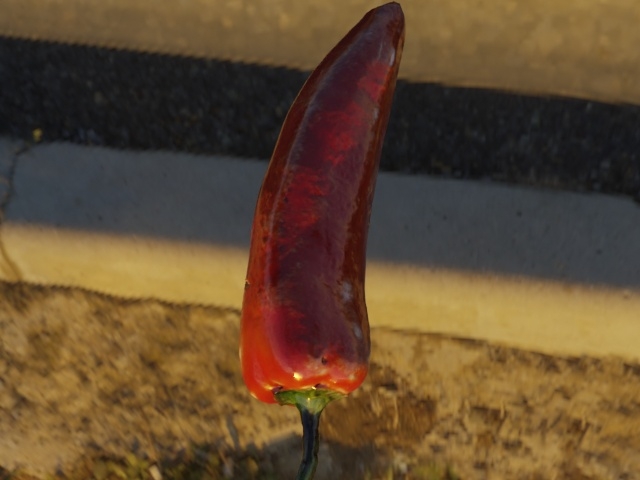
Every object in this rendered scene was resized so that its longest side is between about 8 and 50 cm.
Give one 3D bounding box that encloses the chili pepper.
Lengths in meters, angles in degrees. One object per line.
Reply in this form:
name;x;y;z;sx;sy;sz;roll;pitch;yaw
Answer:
chili pepper;0.000;0.000;0.716;0.071;0.063;0.272;22;68;-35
